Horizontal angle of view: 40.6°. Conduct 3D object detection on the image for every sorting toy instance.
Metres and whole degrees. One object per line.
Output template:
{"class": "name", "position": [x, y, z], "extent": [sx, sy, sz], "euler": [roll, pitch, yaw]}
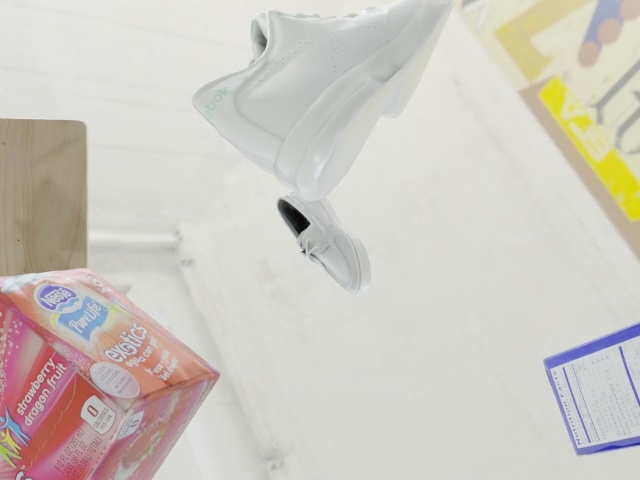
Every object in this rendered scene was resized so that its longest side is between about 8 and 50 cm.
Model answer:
{"class": "sorting toy", "position": [-0.371, -0.001, 0.907], "extent": [0.255, 0.257, 0.089], "euler": [0, -171, -10]}

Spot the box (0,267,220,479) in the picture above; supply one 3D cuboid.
{"class": "box", "position": [-0.199, 0.157, 0.571], "extent": [0.128, 0.257, 0.122], "euler": [36, -166, 14]}

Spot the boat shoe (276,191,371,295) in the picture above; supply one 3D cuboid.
{"class": "boat shoe", "position": [0.000, 0.000, 1.044], "extent": [0.063, 0.066, 0.184], "euler": [-6, -133, -27]}

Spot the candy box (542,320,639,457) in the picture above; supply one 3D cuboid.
{"class": "candy box", "position": [0.419, 0.113, 0.834], "extent": [0.268, 0.317, 0.122], "euler": [-8, -106, -20]}

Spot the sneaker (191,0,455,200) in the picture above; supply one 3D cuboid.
{"class": "sneaker", "position": [0.008, -0.107, 0.495], "extent": [0.094, 0.080, 0.212], "euler": [29, -142, 11]}
